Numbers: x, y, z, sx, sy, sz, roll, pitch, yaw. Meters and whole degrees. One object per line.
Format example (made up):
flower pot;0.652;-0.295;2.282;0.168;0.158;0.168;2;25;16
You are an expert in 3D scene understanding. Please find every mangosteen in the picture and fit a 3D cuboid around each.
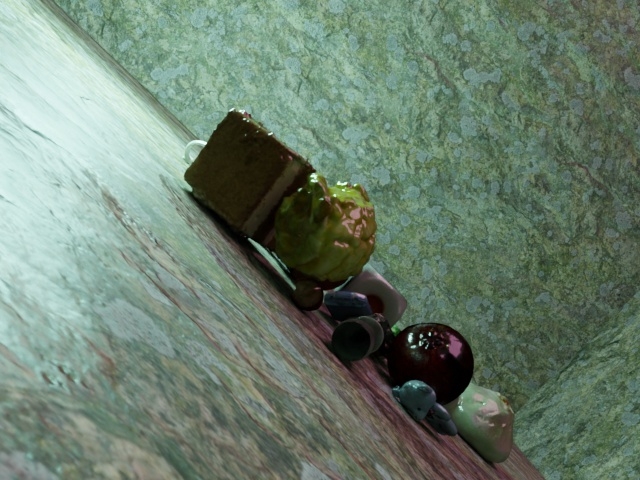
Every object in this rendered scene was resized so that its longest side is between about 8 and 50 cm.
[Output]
mangosteen;0.298;0.358;1.641;0.235;0.236;0.261;46;-31;48

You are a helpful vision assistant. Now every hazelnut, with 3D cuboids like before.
hazelnut;-0.031;0.126;1.426;0.086;0.086;0.086;44;2;-2

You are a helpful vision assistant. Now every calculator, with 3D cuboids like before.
calculator;0.080;0.189;1.694;0.121;0.039;0.210;3;-23;14

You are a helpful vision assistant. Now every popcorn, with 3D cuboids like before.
popcorn;0.005;-0.031;1.471;0.237;0.292;0.293;2;32;-41

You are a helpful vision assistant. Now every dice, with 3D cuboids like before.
dice;0.149;0.197;1.928;0.193;0.194;0.192;43;3;-6

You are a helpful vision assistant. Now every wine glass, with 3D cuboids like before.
wine glass;0.026;0.176;1.442;0.264;0.096;0.309;40;2;12

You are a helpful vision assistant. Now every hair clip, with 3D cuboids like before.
hair clip;0.178;0.305;1.756;0.321;0.139;0.091;42;46;-49

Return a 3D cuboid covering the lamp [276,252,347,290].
lamp;0.000;0.000;1.796;0.257;0.302;0.303;0;14;-12

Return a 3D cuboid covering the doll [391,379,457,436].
doll;0.251;0.412;1.445;0.120;0.075;0.179;-24;-77;47

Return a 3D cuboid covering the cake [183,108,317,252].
cake;-0.178;-0.154;1.596;0.256;0.282;0.290;38;3;22

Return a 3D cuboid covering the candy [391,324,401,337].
candy;0.255;0.379;2.191;0.097;0.097;0.323;44;9;-7

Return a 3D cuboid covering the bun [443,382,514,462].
bun;0.531;0.572;1.981;0.293;0.187;0.293;42;3;-3

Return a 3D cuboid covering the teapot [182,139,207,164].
teapot;-0.334;-0.238;2.088;0.298;0.139;0.204;47;34;-7
